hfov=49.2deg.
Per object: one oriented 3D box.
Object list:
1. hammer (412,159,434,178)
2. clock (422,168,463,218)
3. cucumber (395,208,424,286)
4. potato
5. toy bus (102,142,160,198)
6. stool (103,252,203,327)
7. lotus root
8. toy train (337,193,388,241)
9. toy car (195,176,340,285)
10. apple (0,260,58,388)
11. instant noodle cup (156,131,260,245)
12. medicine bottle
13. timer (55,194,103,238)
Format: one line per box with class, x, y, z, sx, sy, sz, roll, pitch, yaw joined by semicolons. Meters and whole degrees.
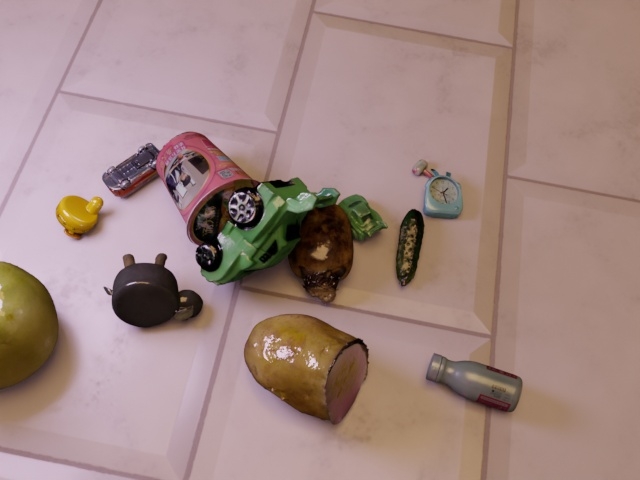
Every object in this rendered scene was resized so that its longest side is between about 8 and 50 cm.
hammer;0.303;-0.191;1.980;0.083;0.031;0.052;39;70;9
clock;0.337;-0.135;1.934;0.108;0.045;0.147;6;68;-7
cucumber;0.234;0.019;1.845;0.069;0.069;0.228;11;66;2
potato;-0.048;0.277;1.625;0.265;0.229;0.229;20;61;24
toy bus;-0.503;-0.183;1.892;0.174;0.077;0.079;-40;71;-21
stool;-0.409;0.128;1.711;0.153;0.228;0.139;-37;38;22
lotus root;0.000;0.000;1.792;0.169;0.141;0.314;0;62;-2
toy train;0.111;-0.063;1.868;0.099;0.081;0.149;-28;68;-16
toy car;-0.136;-0.024;1.683;0.176;0.213;0.359;42;111;12
apple;-0.747;0.190;1.580;0.291;0.254;0.292;2;66;-5
instant noodle cup;-0.300;-0.147;1.818;0.243;0.244;0.255;-29;60;-18
medicine bottle;0.365;0.334;1.668;0.216;0.090;0.091;18;62;7
timer;-0.625;-0.074;1.809;0.107;0.109;0.107;33;30;-22
